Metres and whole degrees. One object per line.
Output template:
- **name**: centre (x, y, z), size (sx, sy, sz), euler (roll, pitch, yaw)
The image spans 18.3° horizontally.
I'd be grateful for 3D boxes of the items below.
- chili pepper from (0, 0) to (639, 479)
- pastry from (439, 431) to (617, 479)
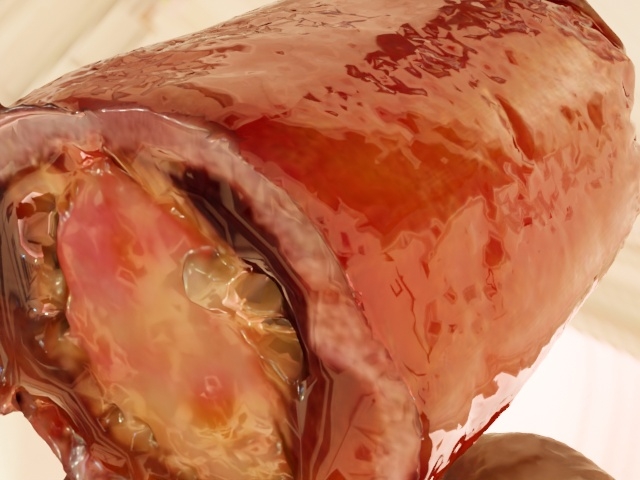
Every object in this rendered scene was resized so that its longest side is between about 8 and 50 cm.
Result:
- **chili pepper**: centre (0.000, 0.000, 0.917), size (0.251, 0.229, 0.305), euler (-8, -169, 33)
- **pastry**: centre (0.079, 0.282, 1.159), size (0.356, 0.164, 0.356), euler (-41, -145, 38)
